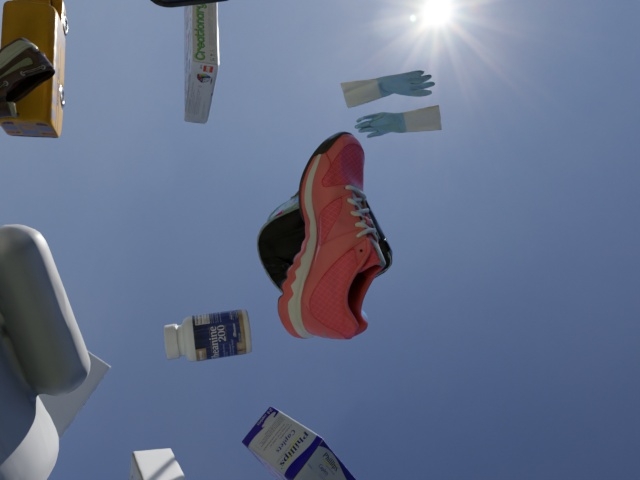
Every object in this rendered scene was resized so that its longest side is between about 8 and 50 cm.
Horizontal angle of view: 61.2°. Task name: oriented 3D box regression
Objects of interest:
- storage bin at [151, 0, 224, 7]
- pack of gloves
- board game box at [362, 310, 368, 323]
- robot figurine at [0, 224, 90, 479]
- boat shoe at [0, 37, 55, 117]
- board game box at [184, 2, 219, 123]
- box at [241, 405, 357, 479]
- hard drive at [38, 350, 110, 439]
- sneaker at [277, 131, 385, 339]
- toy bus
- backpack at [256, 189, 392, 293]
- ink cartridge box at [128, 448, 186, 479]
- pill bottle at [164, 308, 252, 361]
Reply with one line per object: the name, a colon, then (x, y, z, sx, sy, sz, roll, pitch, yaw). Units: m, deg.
storage bin: (-0.209, -0.426, 0.829, 0.098, 0.135, 0.091, 43, -42, 26)
pack of gloves: (0.188, -0.358, 1.402, 0.232, 0.195, 0.046, -4, -127, 17)
board game box: (0.050, 0.178, 1.418, 0.168, 0.133, 0.033, 46, -69, 15)
robot figurine: (-0.311, 0.098, 0.348, 0.200, 0.300, 0.353, 4, -62, 64)
boat shoe: (-0.609, -0.266, 1.006, 0.095, 0.095, 0.257, 41, -105, -5)
board game box: (-0.254, -0.428, 1.135, 0.193, 0.053, 0.305, 127, -39, -60)
box: (-0.029, 0.332, 0.802, 0.072, 0.126, 0.137, -47, -149, -24)
hard drive: (-0.507, 0.297, 0.825, 0.047, 0.233, 0.353, 16, -119, 29)
sneaker: (0.042, -0.004, 0.790, 0.136, 0.116, 0.313, 6, -97, 35)
toy bus: (-0.619, -0.390, 1.166, 0.130, 0.108, 0.332, 142, -54, -73)
backpack: (0.000, 0.000, 1.142, 0.254, 0.191, 0.225, -27, -75, 8)
ink cartridge box: (-0.166, 0.394, 0.609, 0.371, 0.069, 0.175, -171, -94, -65)
pill bottle: (-0.163, 0.140, 0.787, 0.120, 0.067, 0.067, -7, -109, -12)
